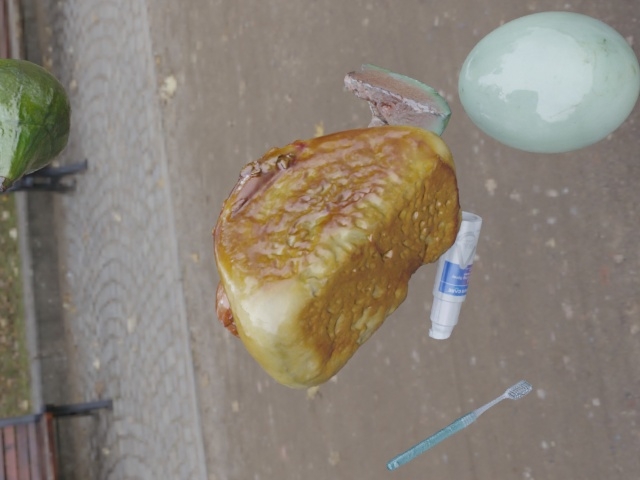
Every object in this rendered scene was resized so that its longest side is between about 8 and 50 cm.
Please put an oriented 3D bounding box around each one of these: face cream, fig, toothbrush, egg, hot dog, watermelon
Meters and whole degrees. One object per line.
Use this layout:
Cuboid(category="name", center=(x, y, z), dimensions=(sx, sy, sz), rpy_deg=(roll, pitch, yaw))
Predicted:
Cuboid(category="face cream", center=(0.131, 0.037, 0.867), dimensions=(0.034, 0.034, 0.130), rpy_deg=(39, 124, 56))
Cuboid(category="fig", center=(-0.468, -0.156, 1.344), dimensions=(0.235, 0.203, 0.203), rpy_deg=(58, 141, 35))
Cuboid(category="toothbrush", center=(0.134, 0.176, 0.833), dimensions=(0.014, 0.167, 0.011), rpy_deg=(23, 136, 65))
Cuboid(category="egg", center=(0.241, -0.168, 0.934), dimensions=(0.192, 0.149, 0.149), rpy_deg=(9, 101, 32))
Cuboid(category="hot dog", center=(0.000, 0.000, 0.762), dimensions=(0.153, 0.256, 0.150), rpy_deg=(20, 143, 39))
Cuboid(category="watermelon", center=(0.088, -0.144, 0.998), dimensions=(0.155, 0.080, 0.101), rpy_deg=(17, 105, 33))
